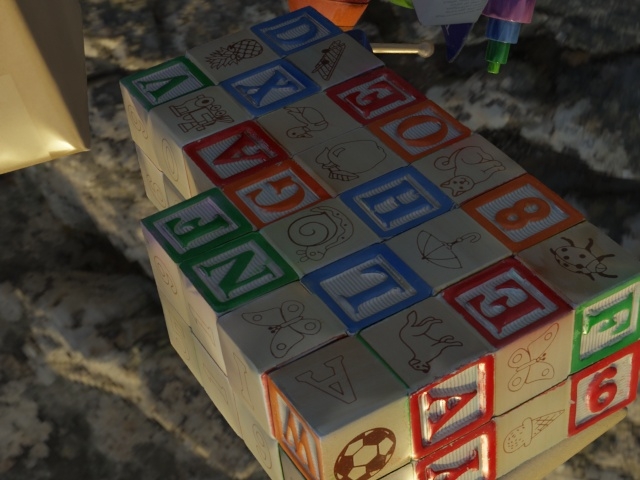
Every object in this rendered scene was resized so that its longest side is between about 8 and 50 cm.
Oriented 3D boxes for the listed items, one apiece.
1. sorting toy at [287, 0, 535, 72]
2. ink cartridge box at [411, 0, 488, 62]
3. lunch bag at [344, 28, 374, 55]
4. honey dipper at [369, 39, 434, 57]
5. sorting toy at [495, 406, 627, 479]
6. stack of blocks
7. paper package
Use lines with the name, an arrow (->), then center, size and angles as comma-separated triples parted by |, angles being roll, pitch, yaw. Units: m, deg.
sorting toy -> 0.105, -0.253, 1.455 | 0.127, 0.365, 0.126 | 32, 117, 51
ink cartridge box -> 0.046, -0.233, 0.621 | 0.045, 0.224, 0.223 | -13, 73, -13
lunch bag -> 0.016, -0.157, 1.171 | 0.098, 0.067, 0.065 | -7, 140, 16
honey dipper -> 0.036, -0.194, 1.213 | 0.160, 0.030, 0.030 | 1, 107, -6
sorting toy -> 0.108, 0.114, 0.739 | 0.307, 0.229, 0.041 | -36, 89, -1
stack of blocks -> 0.000, 0.000, 0.618 | 0.171, 0.297, 0.087 | -24, 133, -19
paper package -> -0.377, -0.272, 1.267 | 0.168, 0.309, 0.325 | -16, 135, 3
